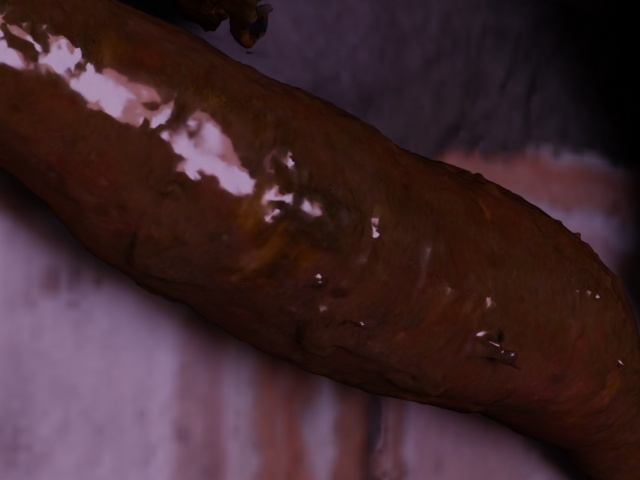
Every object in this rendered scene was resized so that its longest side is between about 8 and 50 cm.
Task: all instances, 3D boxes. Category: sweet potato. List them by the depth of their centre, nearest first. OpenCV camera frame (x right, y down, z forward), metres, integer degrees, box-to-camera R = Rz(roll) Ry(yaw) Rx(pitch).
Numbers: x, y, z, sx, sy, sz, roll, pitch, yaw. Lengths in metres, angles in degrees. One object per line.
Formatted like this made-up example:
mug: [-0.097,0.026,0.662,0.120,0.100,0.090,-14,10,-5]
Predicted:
sweet potato: [0.000,0.000,0.448,0.314,0.072,0.066,26,92,-40]

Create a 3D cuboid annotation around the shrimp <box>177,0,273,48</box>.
shrimp: [0.024,-0.133,0.492,0.066,0.117,0.262,43,31,1]
